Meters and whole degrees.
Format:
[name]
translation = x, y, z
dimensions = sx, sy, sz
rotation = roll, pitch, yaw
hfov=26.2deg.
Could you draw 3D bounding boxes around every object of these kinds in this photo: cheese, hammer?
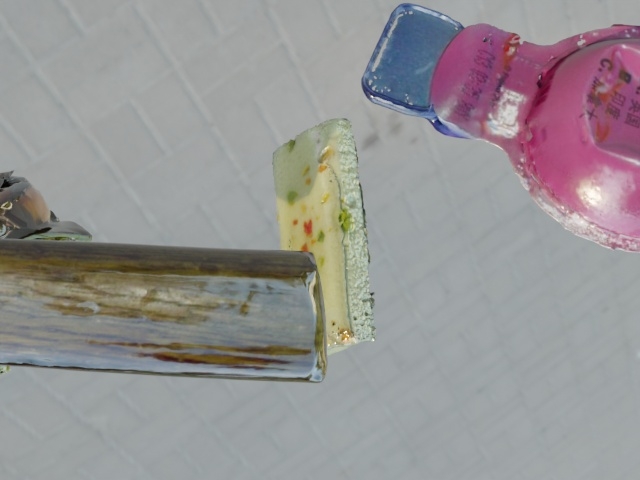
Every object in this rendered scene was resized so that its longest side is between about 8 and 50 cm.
[cheese]
translation = 0.145, -0.069, 0.772
dimensions = 0.062, 0.244, 0.155
rotation = 97, 15, -59
[hammer]
translation = -0.181, 0.022, 0.594
dimensions = 0.408, 0.095, 0.242
rotation = 5, 106, -19

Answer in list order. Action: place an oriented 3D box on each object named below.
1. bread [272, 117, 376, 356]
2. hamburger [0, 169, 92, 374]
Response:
[bread]
translation = 0.000, 0.000, 0.877
dimensions = 0.028, 0.154, 0.068
rotation = 10, 156, -35
[hamburger]
translation = -0.281, 0.037, 0.995
dimensions = 0.261, 0.243, 0.139
rotation = -19, 105, -23
